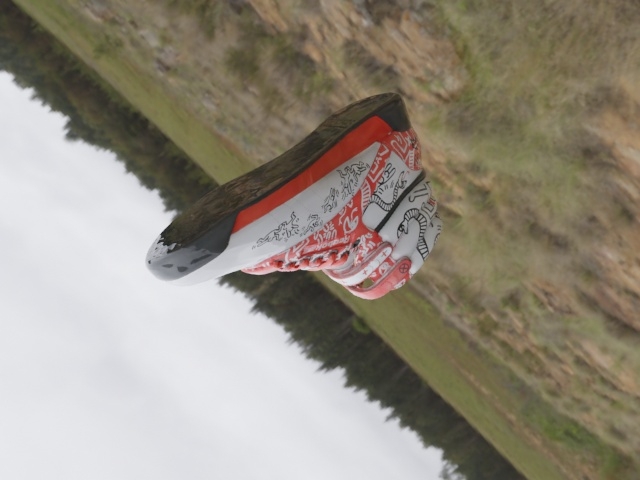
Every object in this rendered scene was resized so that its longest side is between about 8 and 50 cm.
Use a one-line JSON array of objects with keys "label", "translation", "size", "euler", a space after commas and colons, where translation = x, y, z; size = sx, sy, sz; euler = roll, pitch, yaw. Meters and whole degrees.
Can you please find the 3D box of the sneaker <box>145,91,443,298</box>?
[{"label": "sneaker", "translation": [0.001, 0.000, 0.584], "size": [0.090, 0.270, 0.144], "euler": [-2, 119, 46]}]
